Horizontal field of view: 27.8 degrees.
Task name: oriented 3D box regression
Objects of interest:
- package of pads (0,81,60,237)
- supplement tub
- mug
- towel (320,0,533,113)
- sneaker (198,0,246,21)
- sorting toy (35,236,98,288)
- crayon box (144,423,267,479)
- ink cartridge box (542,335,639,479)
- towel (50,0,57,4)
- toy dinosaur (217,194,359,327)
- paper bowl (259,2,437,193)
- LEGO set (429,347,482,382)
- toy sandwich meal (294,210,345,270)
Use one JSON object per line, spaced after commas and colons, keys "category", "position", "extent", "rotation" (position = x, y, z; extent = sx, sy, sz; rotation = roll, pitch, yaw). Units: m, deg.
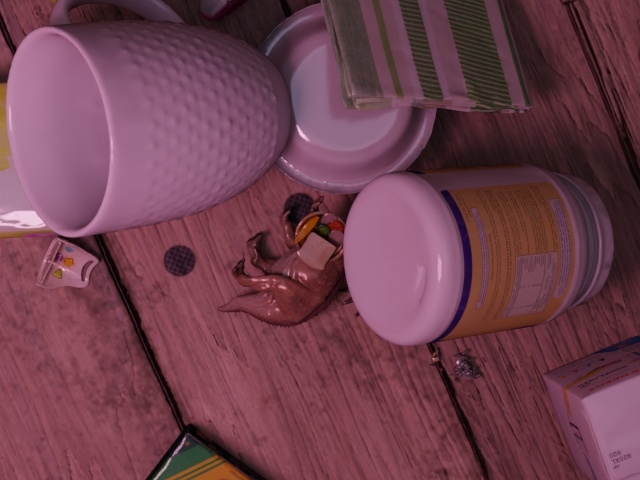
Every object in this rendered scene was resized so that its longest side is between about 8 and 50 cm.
{"category": "package of pads", "position": [-0.446, -0.116, 1.898], "extent": [0.297, 0.101, 0.229], "rotation": [-3, 92, -3]}
{"category": "supplement tub", "position": [0.225, 0.013, 1.832], "extent": [0.331, 0.241, 0.241], "rotation": [-5, 94, -34]}
{"category": "mug", "position": [-0.237, -0.204, 1.775], "extent": [0.328, 0.276, 0.374], "rotation": [-12, 65, -39]}
{"category": "towel", "position": [0.148, -0.294, 1.855], "extent": [0.325, 0.038, 0.247], "rotation": [-2, 71, -32]}
{"category": "sneaker", "position": [-0.124, -0.444, 1.909], "extent": [0.111, 0.103, 0.252], "rotation": [27, 85, -1]}
{"category": "sorting toy", "position": [-0.376, 0.037, 1.941], "extent": [0.075, 0.045, 0.083], "rotation": [23, 108, -18]}
{"category": "crayon box", "position": [-0.215, 0.466, 1.955], "extent": [0.202, 0.081, 0.318], "rotation": [36, 91, -6]}
{"category": "ink cartridge box", "position": [0.459, 0.260, 1.914], "extent": [0.171, 0.233, 0.168], "rotation": [-21, 95, -3]}
{"category": "towel", "position": [-0.347, -0.449, 1.869], "extent": [0.102, 0.021, 0.237], "rotation": [44, 120, -8]}
{"category": "toy dinosaur", "position": [-0.010, 0.058, 1.932], "extent": [0.296, 0.127, 0.200], "rotation": [-39, 102, 4]}
{"category": "paper bowl", "position": [0.032, -0.210, 1.904], "extent": [0.284, 0.148, 0.284], "rotation": [0, 94, -3]}
{"category": "LEGO set", "position": [0.211, 0.195, 1.998], "extent": [0.083, 0.023, 0.054], "rotation": [2, 93, -4]}
{"category": "toy sandwich meal", "position": [0.000, 0.000, 1.840], "extent": [0.086, 0.029, 0.085], "rotation": [0, 104, -1]}
